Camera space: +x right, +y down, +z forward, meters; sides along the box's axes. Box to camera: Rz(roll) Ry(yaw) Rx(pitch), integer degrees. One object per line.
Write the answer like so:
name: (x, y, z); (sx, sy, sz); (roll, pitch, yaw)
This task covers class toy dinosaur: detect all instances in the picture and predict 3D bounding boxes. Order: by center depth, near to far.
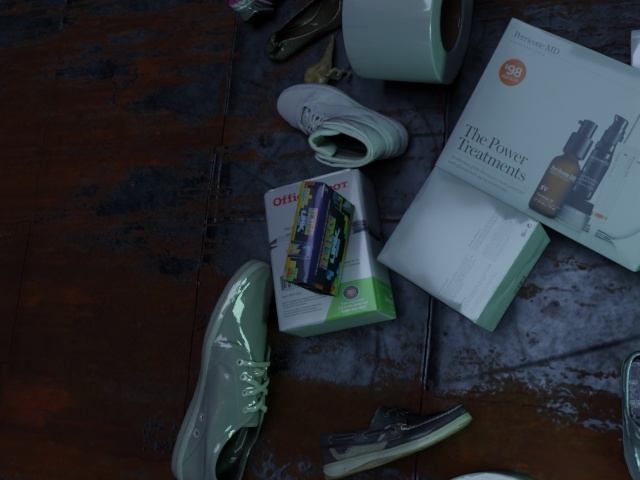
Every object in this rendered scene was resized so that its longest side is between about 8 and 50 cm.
toy dinosaur: (0.011, -0.343, 1.544); (0.092, 0.053, 0.183); (20, 86, 28)

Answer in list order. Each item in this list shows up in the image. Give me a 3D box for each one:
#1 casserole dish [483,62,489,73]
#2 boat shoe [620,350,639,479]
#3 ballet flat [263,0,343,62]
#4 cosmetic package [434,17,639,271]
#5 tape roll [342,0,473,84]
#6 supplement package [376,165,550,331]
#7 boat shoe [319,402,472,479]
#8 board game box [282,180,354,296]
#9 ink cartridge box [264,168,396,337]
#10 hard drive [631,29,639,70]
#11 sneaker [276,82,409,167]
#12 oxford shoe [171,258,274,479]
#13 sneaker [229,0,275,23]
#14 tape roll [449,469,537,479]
casserole dish: (0.345, -0.263, 1.387); (0.114, 0.037, 0.188); (24, 88, 26)
boat shoe: (0.499, 0.281, 1.156); (0.079, 0.081, 0.228); (-9, 73, 22)
ballet flat: (-0.019, -0.466, 1.585); (0.250, 0.058, 0.084); (-33, 67, 13)
cosmetic package: (0.423, -0.162, 1.255); (0.377, 0.097, 0.284); (31, 101, 24)
tape roll: (0.165, -0.416, 1.388); (0.169, 0.246, 0.246); (11, 82, 25)
supplement package: (0.247, 0.017, 1.295); (0.203, 0.149, 0.194); (33, 92, 27)
boat shoe: (0.119, 0.331, 1.302); (0.285, 0.103, 0.092); (-28, 72, 22)
board game box: (0.000, 0.000, 1.284); (0.048, 0.141, 0.170); (7, 80, 23)
ink cartridge box: (0.016, 0.026, 1.415); (0.198, 0.115, 0.273); (-13, 72, 20)
hard drive: (0.668, -0.247, 1.203); (0.318, 0.040, 0.210); (0, 91, 28)
sneaker: (0.006, -0.224, 1.439); (0.292, 0.169, 0.108); (24, 117, 26)
oxford shoe: (-0.150, 0.258, 1.405); (0.130, 0.169, 0.449); (16, 91, 29)
sneaker: (-0.117, -0.532, 1.647); (0.170, 0.075, 0.063); (-39, 45, -14)
tape roll: (0.279, 0.507, 1.187); (0.286, 0.100, 0.286); (-6, 74, 23)
